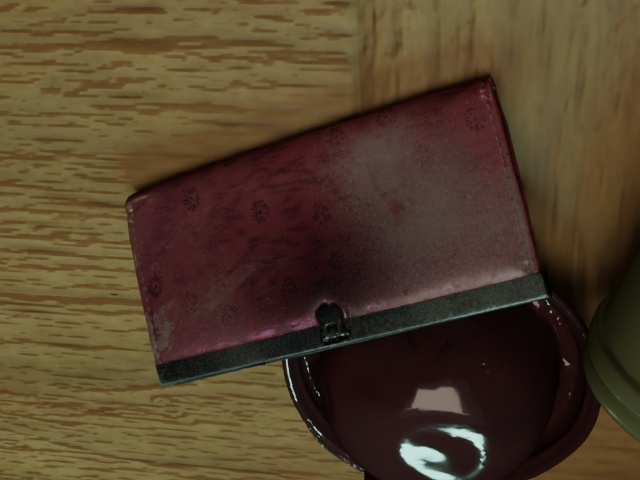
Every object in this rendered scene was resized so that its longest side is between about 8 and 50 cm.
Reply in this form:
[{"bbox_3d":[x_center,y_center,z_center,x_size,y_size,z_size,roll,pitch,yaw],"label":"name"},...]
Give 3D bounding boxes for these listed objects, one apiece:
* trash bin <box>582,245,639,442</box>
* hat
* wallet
[{"bbox_3d":[0.280,0.005,0.472,0.243,0.121,0.248,17,122,1],"label":"trash bin"},{"bbox_3d":[0.067,0.093,0.596,0.205,0.089,0.206,6,126,9],"label":"hat"},{"bbox_3d":[0.000,0.000,0.554,0.232,0.025,0.119,-16,81,22],"label":"wallet"}]
